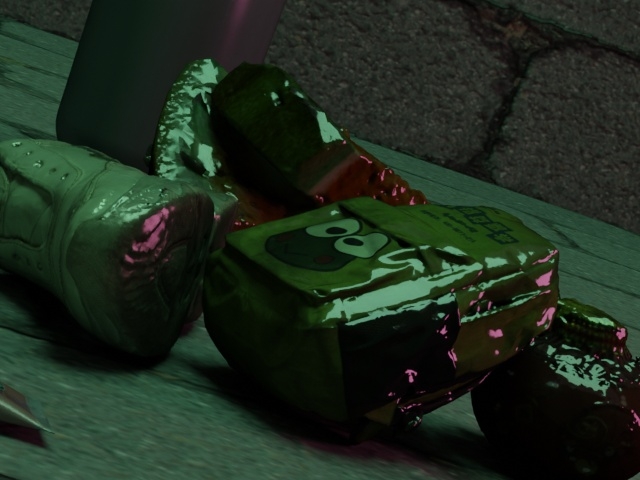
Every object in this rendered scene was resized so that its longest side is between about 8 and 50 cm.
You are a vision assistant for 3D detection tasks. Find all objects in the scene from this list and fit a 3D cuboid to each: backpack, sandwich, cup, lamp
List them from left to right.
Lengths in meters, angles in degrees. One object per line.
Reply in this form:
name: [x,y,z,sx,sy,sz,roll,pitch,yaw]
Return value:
cup: [-0.166,-0.210,2.186,0.205,0.312,0.205,20,9,-3]
sandwich: [-0.013,-0.048,1.824,0.301,0.162,0.250,24,41,-9]
backpack: [0.052,0.050,1.457,0.253,0.140,0.207,-14,24,-26]
lamp: [0.197,0.118,1.526,0.157,0.135,0.156,21,8,-13]

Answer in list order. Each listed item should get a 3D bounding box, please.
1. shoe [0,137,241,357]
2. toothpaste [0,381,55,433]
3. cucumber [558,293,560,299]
shoe: [-0.188,-0.006,1.484,0.210,0.132,0.342,16,4,3]
toothpaste: [-0.247,0.069,1.134,0.194,0.043,0.067,23,4,-19]
cucumber: [0.163,0.033,2.118,0.077,0.077,0.265,12,1,-43]
